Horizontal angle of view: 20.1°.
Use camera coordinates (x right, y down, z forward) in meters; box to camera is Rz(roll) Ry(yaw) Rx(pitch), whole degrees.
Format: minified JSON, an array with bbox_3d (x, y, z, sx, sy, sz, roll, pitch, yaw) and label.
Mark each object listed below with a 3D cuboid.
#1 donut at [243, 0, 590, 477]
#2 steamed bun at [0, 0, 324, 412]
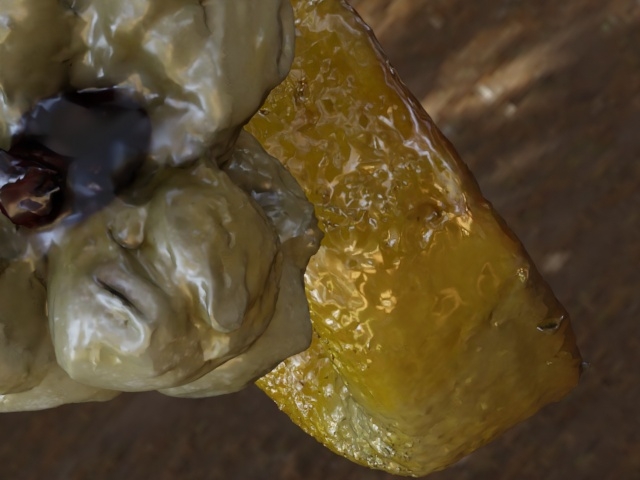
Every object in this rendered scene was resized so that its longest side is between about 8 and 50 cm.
[{"bbox_3d":[0.002,0.002,0.900,0.108,0.277,0.277,-40,14,-18],"label":"donut"},{"bbox_3d":[-0.098,-0.033,0.616,0.106,0.192,0.177,79,-173,-75],"label":"steamed bun"}]
